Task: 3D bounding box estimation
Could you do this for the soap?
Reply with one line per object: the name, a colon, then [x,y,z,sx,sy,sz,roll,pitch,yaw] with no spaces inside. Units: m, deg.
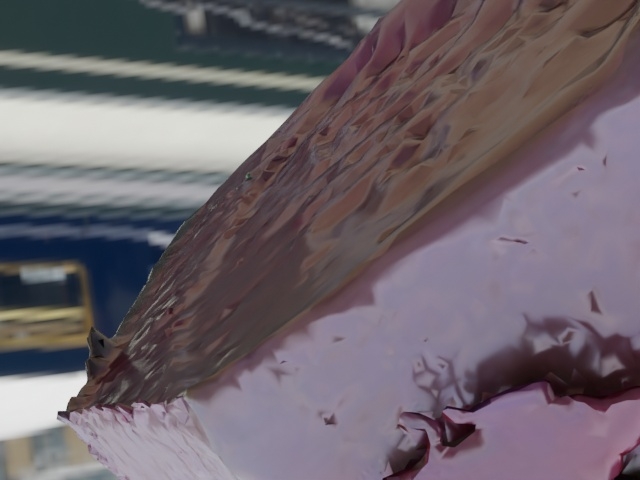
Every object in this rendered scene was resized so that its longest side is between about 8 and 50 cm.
soap: [0.047,0.012,0.458,0.220,0.127,0.325,-41,-169,12]
